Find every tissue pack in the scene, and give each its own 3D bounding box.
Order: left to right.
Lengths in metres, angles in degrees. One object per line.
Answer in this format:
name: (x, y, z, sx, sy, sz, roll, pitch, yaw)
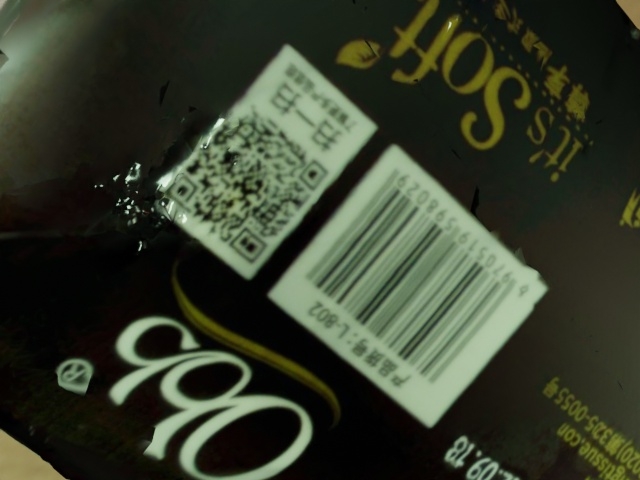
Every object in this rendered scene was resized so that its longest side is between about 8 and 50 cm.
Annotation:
tissue pack: (0.000, 0.000, 0.577, 0.210, 0.370, 0.198, -46, 38, 0)
